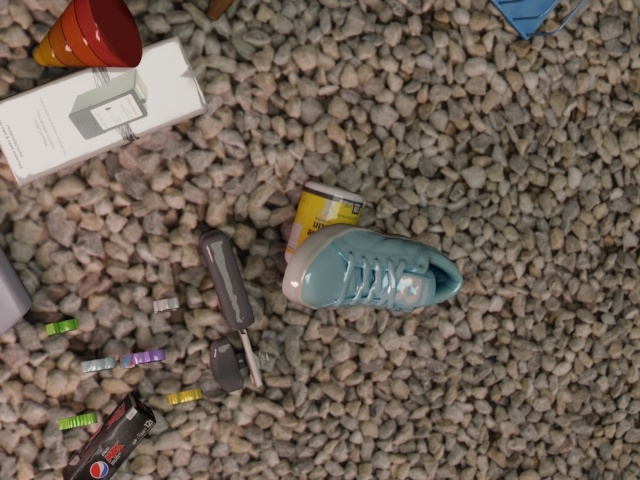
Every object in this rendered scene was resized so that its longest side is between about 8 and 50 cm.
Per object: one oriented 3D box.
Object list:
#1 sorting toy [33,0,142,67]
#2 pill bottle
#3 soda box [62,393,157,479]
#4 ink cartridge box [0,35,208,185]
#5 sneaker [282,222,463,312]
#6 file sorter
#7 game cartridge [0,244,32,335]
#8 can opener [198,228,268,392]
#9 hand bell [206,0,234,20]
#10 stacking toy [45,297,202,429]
[{"bbox_3d":[-0.332,-0.361,1.137,0.126,0.366,0.127,-20,151,15],"label":"sorting toy"},{"bbox_3d":[0.000,0.000,1.406,0.103,0.103,0.184,13,96,-21],"label":"pill bottle"},{"bbox_3d":[-0.342,0.335,1.379,0.053,0.060,0.169,42,85,-23],"label":"soda box"},{"bbox_3d":[-0.318,-0.188,1.205,0.272,0.198,0.115,-24,107,-13],"label":"ink cartridge box"},{"bbox_3d":[0.102,0.051,1.344,0.365,0.150,0.135,-7,110,-49],"label":"sneaker"},{"bbox_3d":[0.356,-0.442,1.437,0.170,0.104,0.118,42,87,-22],"label":"file sorter"},{"bbox_3d":[-0.592,0.103,1.251,0.294,0.060,0.196,-29,113,-12],"label":"game cartridge"},{"bbox_3d":[-0.151,0.122,1.394,0.093,0.074,0.281,-16,106,-15],"label":"can opener"},{"bbox_3d":[-0.108,-0.445,1.291,0.126,0.126,0.242,24,105,-22],"label":"hand bell"},{"bbox_3d":[-0.309,0.191,1.334,0.221,0.052,0.167,-10,81,-16],"label":"stacking toy"}]
